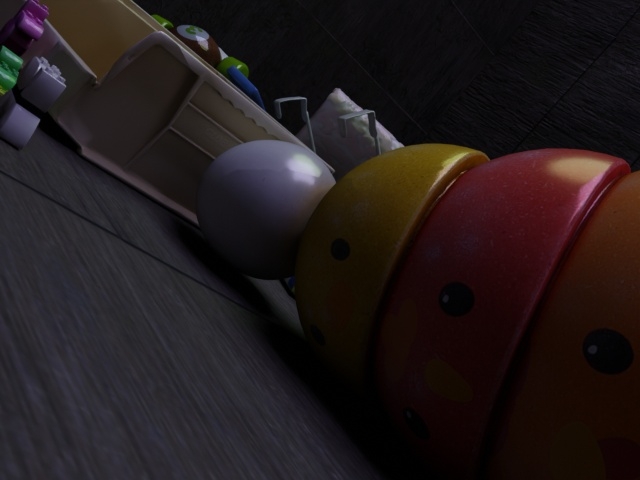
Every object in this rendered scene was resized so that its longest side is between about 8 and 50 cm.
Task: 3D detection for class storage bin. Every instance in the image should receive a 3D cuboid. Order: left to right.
[{"bbox_3d":[-0.165,-0.140,0.828,0.260,0.123,0.262,36,7,-45],"label":"storage bin"}]

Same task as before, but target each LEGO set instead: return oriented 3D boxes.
[{"bbox_3d":[-0.238,-0.161,0.625,0.087,0.093,0.227,37,6,-35],"label":"LEGO set"}]

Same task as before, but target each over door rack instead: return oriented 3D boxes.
[{"bbox_3d":[0.069,-0.095,1.416,0.239,0.108,0.324,25,-38,57],"label":"over door rack"}]

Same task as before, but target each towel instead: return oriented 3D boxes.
[{"bbox_3d":[0.076,-0.093,1.608,0.332,0.053,0.317,40,-37,-7],"label":"towel"}]

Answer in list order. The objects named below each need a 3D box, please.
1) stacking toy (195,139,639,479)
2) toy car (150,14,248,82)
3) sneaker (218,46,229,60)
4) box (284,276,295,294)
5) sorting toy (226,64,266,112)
[{"bbox_3d":[0.099,0.046,0.639,0.480,0.350,0.351,21,-4,26],"label":"stacking toy"},{"bbox_3d":[-0.204,-0.224,1.056,0.155,0.149,0.188,32,-3,14],"label":"toy car"},{"bbox_3d":[-0.134,-0.206,1.283,0.290,0.106,0.123,54,-14,-9],"label":"sneaker"},{"bbox_3d":[0.000,0.000,0.886,0.042,0.109,0.178,42,3,-27],"label":"box"},{"bbox_3d":[-0.072,-0.079,1.117,0.196,0.047,0.347,53,-11,23],"label":"sorting toy"}]
